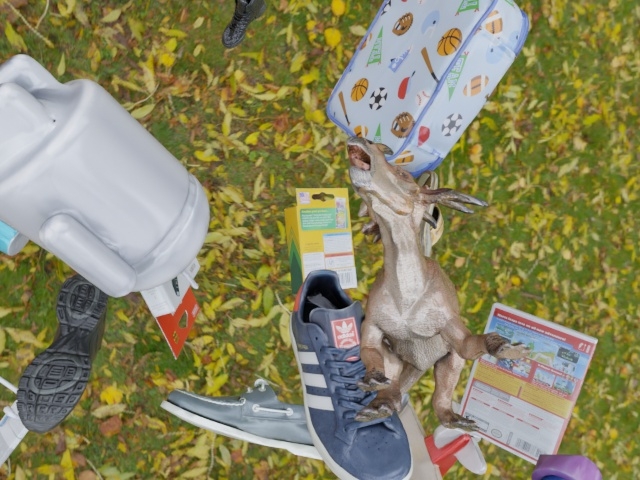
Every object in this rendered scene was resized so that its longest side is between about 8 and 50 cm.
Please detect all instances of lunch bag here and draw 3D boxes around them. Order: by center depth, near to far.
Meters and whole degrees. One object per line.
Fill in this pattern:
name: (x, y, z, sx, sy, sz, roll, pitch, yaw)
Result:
lunch bag: (0.149, -0.269, 0.798, 0.115, 0.243, 0.303, 17, 115, -41)

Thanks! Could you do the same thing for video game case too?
video game case: (0.414, 0.295, 1.078, 0.025, 0.204, 0.284, -2, 109, -58)

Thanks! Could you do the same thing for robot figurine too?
robot figurine: (-0.287, -0.064, 0.689, 0.200, 0.299, 0.353, -28, 133, 15)

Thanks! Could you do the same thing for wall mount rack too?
wall mount rack: (-0.936, 0.504, 1.457, 0.349, 0.304, 0.130, -56, 140, -12)

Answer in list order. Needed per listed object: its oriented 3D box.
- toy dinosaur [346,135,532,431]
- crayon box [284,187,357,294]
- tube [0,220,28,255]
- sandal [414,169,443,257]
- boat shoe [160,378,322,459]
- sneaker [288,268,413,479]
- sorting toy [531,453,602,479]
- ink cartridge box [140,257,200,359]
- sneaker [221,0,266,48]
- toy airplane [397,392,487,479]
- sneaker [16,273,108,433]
toy dinosaur: (0.093, 0.056, 0.497, 0.127, 0.200, 0.295, -2, 141, 4)
crayon box: (0.000, 0.000, 1.651, 0.203, 0.083, 0.322, -4, 89, -34)
tube: (-0.549, -0.049, 0.798, 0.207, 0.052, 0.080, 29, 112, -3)
sandal: (0.157, -0.014, 0.783, 0.049, 0.072, 0.179, 0, 97, -19)
boat shoe: (-0.095, 0.283, 0.862, 0.320, 0.116, 0.098, 18, 68, -9)
sneaker: (0.034, 0.180, 0.761, 0.131, 0.350, 0.148, -7, 130, -21)
sorting toy: (0.347, 0.396, 0.541, 0.365, 0.127, 0.126, 47, 50, 3)
ink cartridge box: (-0.349, 0.118, 1.286, 0.060, 0.275, 0.238, -20, 108, 6)
sneaker: (-0.175, -0.520, 1.182, 0.051, 0.089, 0.170, 41, 91, 10)
toy airplane: (0.236, 0.582, 1.368, 0.273, 0.386, 0.383, 10, 84, -21)
sneaker: (-0.451, 0.208, 0.961, 0.109, 0.130, 0.286, 16, 61, -5)
